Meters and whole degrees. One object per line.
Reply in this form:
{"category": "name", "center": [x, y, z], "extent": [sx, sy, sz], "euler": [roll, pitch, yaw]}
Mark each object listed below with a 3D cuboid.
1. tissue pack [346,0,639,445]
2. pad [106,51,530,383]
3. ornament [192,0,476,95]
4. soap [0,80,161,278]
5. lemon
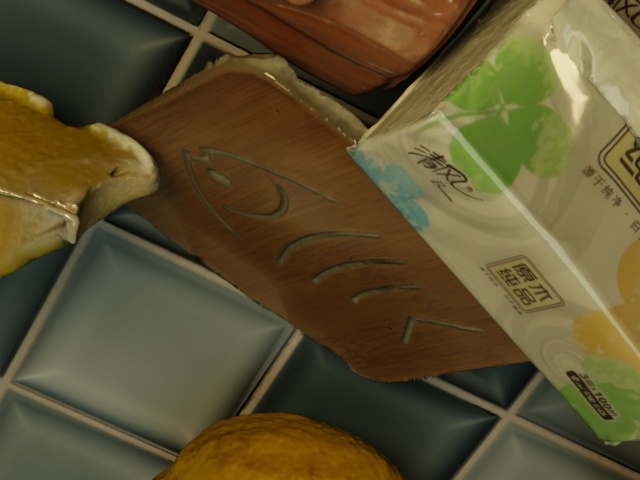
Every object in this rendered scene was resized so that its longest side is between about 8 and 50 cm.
{"category": "tissue pack", "center": [0.162, -0.026, 0.901], "extent": [0.229, 0.159, 0.145], "euler": [49, 154, -13]}
{"category": "pad", "center": [0.000, 0.000, 1.058], "extent": [0.284, 0.018, 0.286], "euler": [37, 155, -19]}
{"category": "ornament", "center": [-0.017, -0.209, 0.916], "extent": [0.218, 0.235, 0.221], "euler": [29, 93, -20]}
{"category": "soap", "center": [-0.289, 0.046, 1.104], "extent": [0.304, 0.169, 0.338], "euler": [24, 124, 9]}
{"category": "lemon", "center": [-0.027, 0.220, 1.197], "extent": [0.231, 0.192, 0.192], "euler": [13, 124, -7]}
